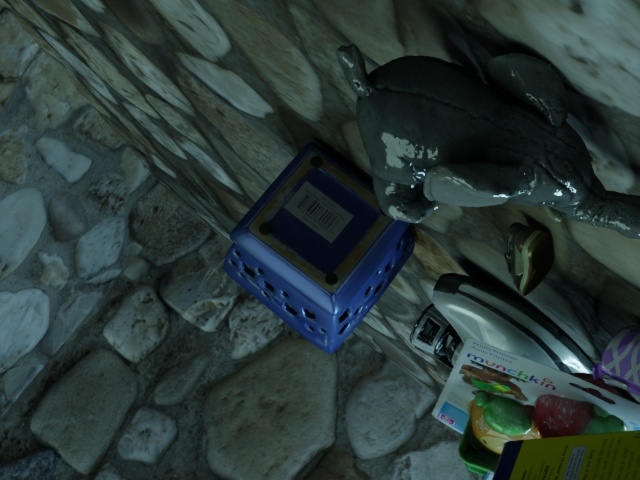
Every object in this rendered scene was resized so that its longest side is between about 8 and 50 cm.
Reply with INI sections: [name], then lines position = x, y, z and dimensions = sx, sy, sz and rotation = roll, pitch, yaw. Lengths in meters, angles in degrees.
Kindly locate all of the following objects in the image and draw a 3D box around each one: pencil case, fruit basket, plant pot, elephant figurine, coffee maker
[pencil case]
position = 0.417, 0.169, 1.402
dimensions = 0.206, 0.088, 0.086
rotation = 26, 133, 51
[fruit basket]
position = 0.317, 0.259, 1.613
dimensions = 0.327, 0.165, 0.353
rotation = 21, 161, 6
[plant pot]
position = 0.000, 0.000, 1.861
dimensions = 0.236, 0.236, 0.212
rotation = 37, 165, 10
[elephant figurine]
position = 0.160, -0.086, 1.049
dimensions = 0.239, 0.186, 0.169
rotation = 17, 115, 43
[coffee maker]
position = 0.262, 0.193, 2.111
dimensions = 0.178, 0.120, 0.171
rotation = 35, 172, 27

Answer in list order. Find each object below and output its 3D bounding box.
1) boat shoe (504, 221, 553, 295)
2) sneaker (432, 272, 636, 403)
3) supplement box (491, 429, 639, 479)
[boat shoe]
position = 0.250, 0.018, 1.464
dimensions = 0.049, 0.056, 0.152
rotation = 41, 164, 22
[sneaker]
position = 0.299, 0.265, 1.847
dimensions = 0.447, 0.257, 0.169
rotation = 41, 172, -10
[supplement box]
position = 0.392, 0.356, 1.425
dimensions = 0.357, 0.195, 0.194
rotation = -10, 118, 31
